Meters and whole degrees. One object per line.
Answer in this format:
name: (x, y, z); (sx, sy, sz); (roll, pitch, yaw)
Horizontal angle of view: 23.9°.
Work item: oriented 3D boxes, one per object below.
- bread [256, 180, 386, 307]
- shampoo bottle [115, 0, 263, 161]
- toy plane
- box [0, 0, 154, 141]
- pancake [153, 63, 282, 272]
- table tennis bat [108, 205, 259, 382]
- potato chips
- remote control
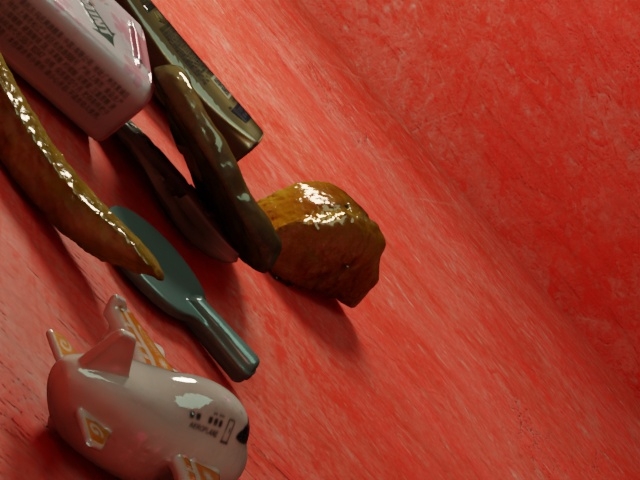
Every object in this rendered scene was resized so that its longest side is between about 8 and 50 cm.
bread: (0.009, -0.004, 2.104); (0.260, 0.134, 0.129); (32, 23, -57)
shampoo bottle: (-0.219, -0.251, 2.079); (0.350, 0.084, 0.125); (50, 11, -11)
toy plane: (-0.137, 0.146, 1.259); (0.244, 0.117, 0.244); (48, 13, -15)
box: (-0.350, -0.286, 1.684); (0.370, 0.112, 0.190); (42, 17, -32)
pancake: (-0.125, -0.084, 1.806); (0.294, 0.049, 0.294); (59, -9, 16)
table tennis bat: (-0.152, 0.057, 1.623); (0.237, 0.038, 0.149); (48, 12, 0)
potato chips: (-0.292, -0.113, 1.497); (0.407, 0.080, 0.057); (56, -1, 10)
remote control: (-0.185, -0.068, 1.807); (0.256, 0.045, 0.097); (52, 1, 11)
